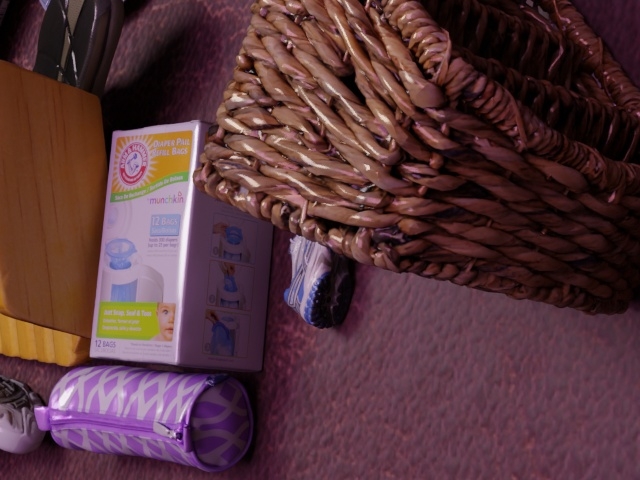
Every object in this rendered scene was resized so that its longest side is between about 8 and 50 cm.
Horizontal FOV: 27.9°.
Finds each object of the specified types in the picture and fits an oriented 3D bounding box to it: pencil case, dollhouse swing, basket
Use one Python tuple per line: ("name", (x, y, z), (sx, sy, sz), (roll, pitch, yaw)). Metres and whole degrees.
("pencil case", (-0.152, 0.155, 1.127), (0.206, 0.088, 0.086), (-3, 106, 43))
("dollhouse swing", (-0.405, -0.025, 1.164), (0.347, 0.305, 0.315), (1, 98, 50))
("basket", (0.108, -0.088, 0.809), (0.213, 0.299, 0.223), (23, 97, 41))

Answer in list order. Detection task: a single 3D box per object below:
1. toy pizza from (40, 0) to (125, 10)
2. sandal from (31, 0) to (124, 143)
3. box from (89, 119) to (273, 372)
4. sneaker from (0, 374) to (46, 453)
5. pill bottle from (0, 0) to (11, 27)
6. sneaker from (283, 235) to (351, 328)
("toy pizza", (-0.223, -0.313, 1.316), (0.201, 0.032, 0.201), (-10, 75, 38))
("sandal", (-0.236, -0.126, 1.246), (0.120, 0.086, 0.303), (59, 135, 24))
("box", (-0.116, 0.007, 1.114), (0.114, 0.103, 0.203), (0, 81, 40))
("sneaker", (-0.371, 0.187, 1.304), (0.232, 0.090, 0.115), (15, 97, 31))
("pill bottle", (-0.385, -0.311, 1.389), (0.130, 0.130, 0.245), (31, 102, 40))
("sneaker", (0.000, 0.000, 1.052), (0.058, 0.052, 0.135), (22, 96, 45))
